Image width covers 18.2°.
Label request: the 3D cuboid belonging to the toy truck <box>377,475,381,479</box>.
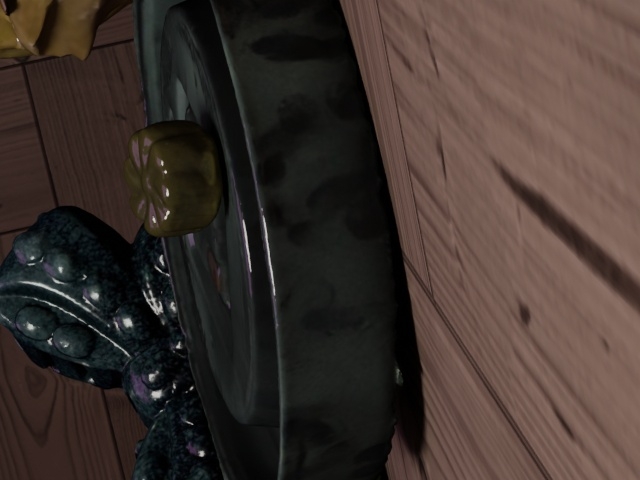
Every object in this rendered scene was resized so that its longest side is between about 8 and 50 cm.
[{"bbox_3d":[0.009,0.149,1.240,0.111,0.076,0.077,177,100,-85],"label":"toy truck"}]

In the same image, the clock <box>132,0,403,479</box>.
[{"bbox_3d":[-0.033,-0.015,1.005,0.312,0.061,0.312,170,90,-78],"label":"clock"}]

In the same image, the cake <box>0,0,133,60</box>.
[{"bbox_3d":[-0.210,-0.267,1.162,0.321,0.332,0.332,178,79,-84],"label":"cake"}]

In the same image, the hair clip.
[{"bbox_3d":[-0.095,0.098,1.470,0.310,0.206,0.194,57,170,18],"label":"hair clip"}]

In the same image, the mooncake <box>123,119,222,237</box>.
[{"bbox_3d":[-0.044,-0.077,0.782,0.150,0.057,0.347,57,162,30],"label":"mooncake"}]
